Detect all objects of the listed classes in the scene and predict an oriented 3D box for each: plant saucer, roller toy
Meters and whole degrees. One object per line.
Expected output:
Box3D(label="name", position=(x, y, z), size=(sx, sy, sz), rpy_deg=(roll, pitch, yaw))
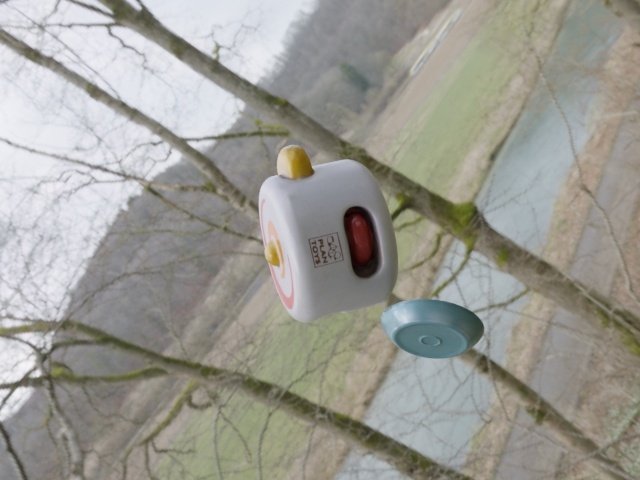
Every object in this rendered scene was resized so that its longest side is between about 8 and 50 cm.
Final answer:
Box3D(label="plant saucer", position=(0.127, 0.107, 0.772), size=(0.119, 0.119, 0.021), rpy_deg=(124, 162, -52))
Box3D(label="roller toy", position=(0.000, 0.000, 0.855), size=(0.146, 0.191, 0.209), rpy_deg=(-14, -38, -15))
